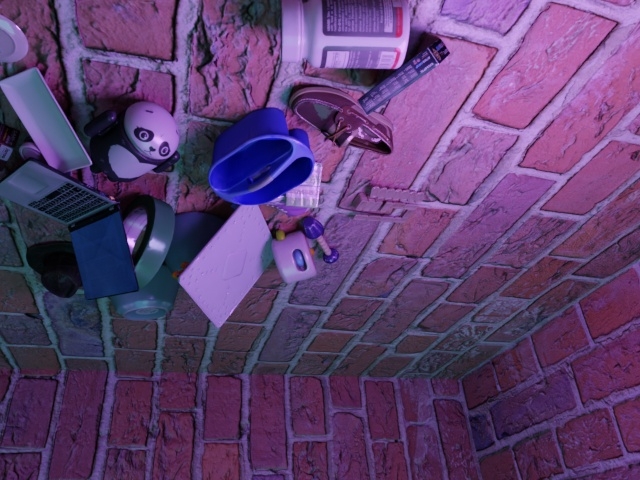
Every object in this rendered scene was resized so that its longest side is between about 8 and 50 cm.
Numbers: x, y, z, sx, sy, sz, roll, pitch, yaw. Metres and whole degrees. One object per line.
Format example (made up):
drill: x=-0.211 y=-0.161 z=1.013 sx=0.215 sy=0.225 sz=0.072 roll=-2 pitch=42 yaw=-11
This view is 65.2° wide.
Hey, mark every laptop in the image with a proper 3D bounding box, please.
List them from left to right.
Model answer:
laptop: x=-0.782 y=-0.010 z=1.519 sx=0.381 sy=0.237 sz=0.407 roll=-12 pitch=147 yaw=42

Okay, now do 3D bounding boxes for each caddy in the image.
caddy: x=-0.179 y=-0.230 z=1.497 sx=0.341 sy=0.179 sz=0.241 roll=-27 pitch=142 yaw=29

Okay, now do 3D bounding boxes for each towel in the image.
towel: x=-0.056 y=-0.184 z=1.635 sx=0.113 sy=0.152 sz=0.023 roll=5 pitch=-171 yaw=-11

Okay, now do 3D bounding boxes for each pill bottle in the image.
pill bottle: x=0.050 y=-0.484 z=1.158 sx=0.283 sy=0.161 sz=0.161 roll=-1 pitch=146 yaw=-6

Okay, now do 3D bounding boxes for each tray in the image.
tray: x=-0.721 y=-0.313 z=1.331 sx=0.145 sy=0.030 sz=0.271 roll=-9 pitch=119 yaw=23

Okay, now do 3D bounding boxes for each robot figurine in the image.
robot figurine: x=-0.523 y=-0.267 z=1.395 sx=0.278 sy=0.174 sz=0.209 roll=-24 pitch=-174 yaw=26

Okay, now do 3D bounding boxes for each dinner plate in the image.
dinner plate: x=-0.775 y=-0.479 z=1.188 sx=0.141 sy=0.017 sz=0.141 roll=-3 pitch=148 yaw=-2

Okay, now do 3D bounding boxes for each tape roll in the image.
tape roll: x=-0.607 y=0.007 z=1.665 sx=0.321 sy=0.321 sz=0.077 roll=-29 pitch=141 yaw=32

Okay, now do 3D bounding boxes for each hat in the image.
hat: x=-1.014 y=0.145 z=1.995 sx=0.331 sy=0.134 sz=0.331 roll=-4 pitch=147 yaw=-3

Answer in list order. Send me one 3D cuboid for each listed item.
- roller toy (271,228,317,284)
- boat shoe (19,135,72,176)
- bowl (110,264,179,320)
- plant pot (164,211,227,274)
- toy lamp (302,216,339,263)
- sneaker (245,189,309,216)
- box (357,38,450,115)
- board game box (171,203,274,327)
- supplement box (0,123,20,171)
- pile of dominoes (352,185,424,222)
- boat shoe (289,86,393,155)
roller toy: x=-0.094 y=0.065 z=1.931 sx=0.146 sy=0.191 sz=0.209 roll=-18 pitch=146 yaw=1
boat shoe: x=-0.804 y=-0.213 z=1.516 sx=0.114 sy=0.091 sz=0.303 roll=17 pitch=148 yaw=-4
bowl: x=-0.733 y=0.231 z=2.080 sx=0.311 sy=0.163 sz=0.312 roll=-9 pitch=157 yaw=-4
plant pot: x=-0.460 y=0.057 z=1.865 sx=0.290 sy=0.196 sz=0.290 roll=-1 pitch=147 yaw=-1
toy lamp: x=0.000 y=0.000 z=1.958 sx=0.080 sy=0.080 sz=0.275 roll=-15 pitch=145 yaw=14
sneaker: x=-0.156 y=-0.136 z=1.715 sx=0.281 sy=0.102 sz=0.161 roll=2 pitch=149 yaw=-11
box: x=0.213 y=-0.417 z=1.276 sx=0.220 sy=0.175 sz=0.051 roll=-30 pitch=102 yaw=33
board game box: x=-0.327 y=0.078 z=1.813 sx=0.050 sy=0.390 sz=0.390 roll=26 pitch=156 yaw=24
supplement box: x=-0.988 y=-0.295 z=1.386 sx=0.239 sy=0.073 sz=0.130 roll=22 pitch=137 yaw=-36
pile of dominoes: x=0.248 y=-0.140 z=1.839 sx=0.251 sy=0.040 sz=0.196 roll=2 pitch=146 yaw=-26
boat shoe: x=0.071 y=-0.327 z=1.431 sx=0.341 sy=0.123 sz=0.123 roll=17 pitch=141 yaw=-30
